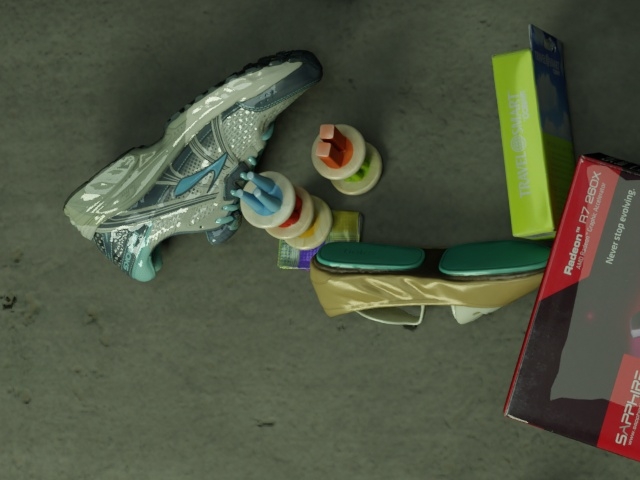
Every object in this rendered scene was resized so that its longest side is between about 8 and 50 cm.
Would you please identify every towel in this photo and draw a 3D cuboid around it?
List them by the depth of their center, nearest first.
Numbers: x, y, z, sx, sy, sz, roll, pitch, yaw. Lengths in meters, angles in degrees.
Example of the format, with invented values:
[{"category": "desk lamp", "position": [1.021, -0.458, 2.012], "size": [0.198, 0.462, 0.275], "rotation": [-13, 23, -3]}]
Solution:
[{"category": "towel", "position": [0.000, 0.000, 1.783], "size": [0.083, 0.009, 0.060], "rotation": [5, 89, 20]}]

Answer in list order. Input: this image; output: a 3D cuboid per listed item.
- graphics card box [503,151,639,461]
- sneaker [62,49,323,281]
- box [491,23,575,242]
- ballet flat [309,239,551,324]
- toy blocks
[{"category": "graphics card box", "position": [0.354, 0.088, 1.547], "size": [0.371, 0.094, 0.232], "rotation": [19, 98, 16]}, {"category": "sneaker", "position": [-0.098, -0.069, 1.790], "size": [0.283, 0.110, 0.122], "rotation": [-36, 93, 17]}, {"category": "box", "position": [0.189, -0.091, 1.667], "size": [0.042, 0.109, 0.178], "rotation": [-8, 84, 21]}, {"category": "ballet flat", "position": [0.105, 0.039, 1.720], "size": [0.232, 0.080, 0.073], "rotation": [2, 116, 21]}, {"category": "toy blocks", "position": [-0.013, -0.057, 1.711], "size": [0.054, 0.148, 0.123], "rotation": [43, 94, 22]}]
